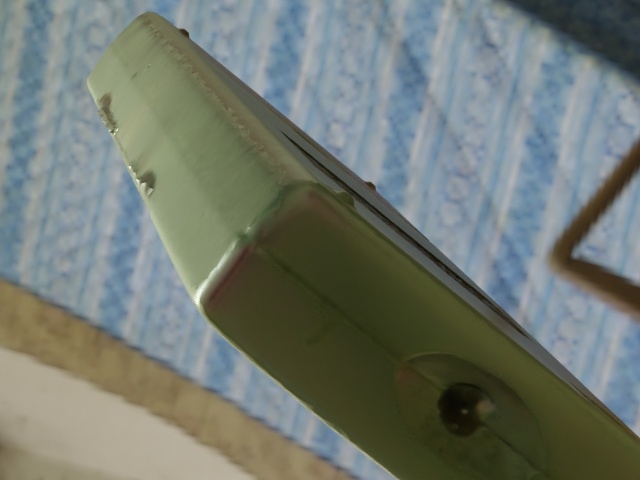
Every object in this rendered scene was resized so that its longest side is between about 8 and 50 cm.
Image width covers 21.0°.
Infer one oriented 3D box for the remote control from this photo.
[{"bbox_3d":[-0.001,0.001,0.568,0.050,0.145,0.344,-50,18,3],"label":"remote control"}]
